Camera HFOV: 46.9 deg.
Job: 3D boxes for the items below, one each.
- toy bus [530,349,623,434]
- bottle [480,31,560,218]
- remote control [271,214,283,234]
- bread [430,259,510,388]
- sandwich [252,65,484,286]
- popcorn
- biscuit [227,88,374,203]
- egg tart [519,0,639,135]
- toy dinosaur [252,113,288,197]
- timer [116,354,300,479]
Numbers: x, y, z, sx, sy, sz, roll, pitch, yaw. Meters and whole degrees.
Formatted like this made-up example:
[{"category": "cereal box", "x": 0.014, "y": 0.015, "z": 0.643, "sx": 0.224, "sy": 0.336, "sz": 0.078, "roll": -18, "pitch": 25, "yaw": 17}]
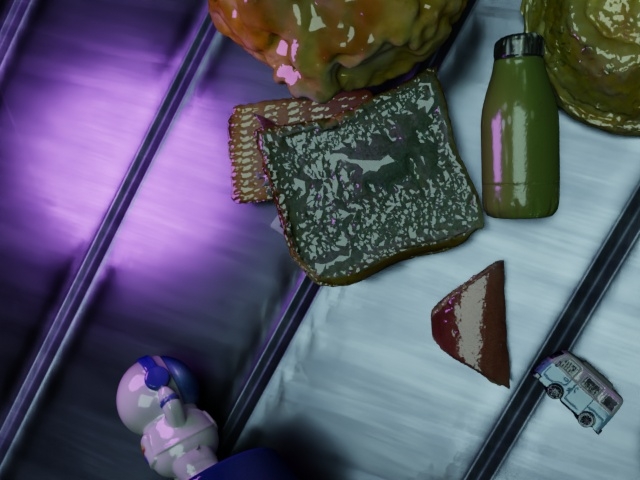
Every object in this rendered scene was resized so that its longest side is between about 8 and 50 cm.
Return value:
[{"category": "toy bus", "x": 0.374, "y": 0.213, "z": 1.077, "sx": 0.123, "sy": 0.060, "sz": 0.075, "roll": 43, "pitch": 96, "yaw": 11}, {"category": "bottle", "x": 0.288, "y": -0.164, "z": 1.068, "sx": 0.112, "sy": 0.112, "sz": 0.260, "roll": 0, "pitch": 96, "yaw": 17}, {"category": "remote control", "x": 0.000, "y": 0.000, "z": 1.207, "sx": 0.166, "sy": 0.029, "sz": 0.065, "roll": 33, "pitch": 82, "yaw": 18}, {"category": "bread", "x": 0.225, "y": 0.129, "z": 1.119, "sx": 0.119, "sy": 0.067, "sz": 0.193, "roll": -5, "pitch": 87, "yaw": 17}, {"category": "sandwich", "x": 0.074, "y": -0.086, "z": 1.119, "sx": 0.301, "sy": 0.099, "sz": 0.271, "roll": -20, "pitch": 87, "yaw": 1}, {"category": "popcorn", "x": 0.030, "y": -0.388, "z": 1.065, "sx": 0.344, "sy": 0.353, "sz": 0.390, "roll": -65, "pitch": 30, "yaw": 27}, {"category": "biscuit", "x": -0.031, "y": -0.152, "z": 1.218, "sx": 0.254, "sy": 0.029, "sz": 0.172, "roll": -4, "pitch": 85, "yaw": 14}, {"category": "egg tart", "x": 0.446, "y": -0.325, "z": 1.032, "sx": 0.345, "sy": 0.132, "sz": 0.346, "roll": -1, "pitch": 88, "yaw": 19}, {"category": "toy dinosaur", "x": -0.048, "y": -0.114, "z": 1.189, "sx": 0.108, "sy": 0.032, "sz": 0.220, "roll": -35, "pitch": 88, "yaw": 6}, {"category": "timer", "x": -0.203, "y": 0.346, "z": 1.173, "sx": 0.270, "sy": 0.270, "sz": 0.384, "roll": -41, "pitch": 64, "yaw": 12}]
